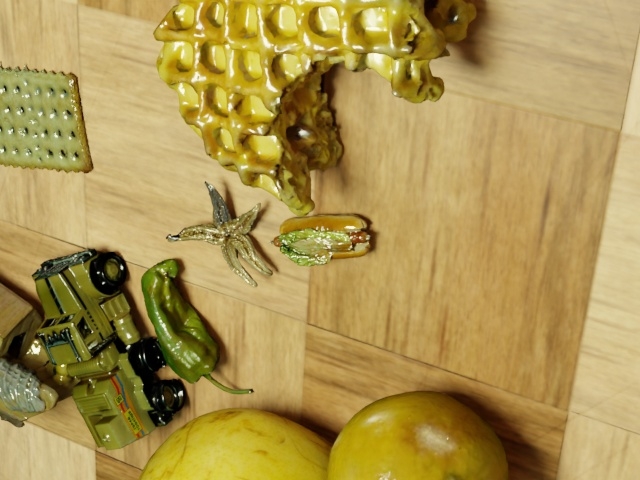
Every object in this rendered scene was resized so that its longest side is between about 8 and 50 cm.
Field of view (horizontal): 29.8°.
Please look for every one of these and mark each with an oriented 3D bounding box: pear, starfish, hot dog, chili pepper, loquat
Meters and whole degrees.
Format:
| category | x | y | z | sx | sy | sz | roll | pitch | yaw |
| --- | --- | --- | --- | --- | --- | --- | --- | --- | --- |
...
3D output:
| category | x | y | z | sx | sy | sz | roll | pitch | yaw |
| --- | --- | --- | --- | --- | --- | --- | --- | --- | --- |
| pear | -0.092 | 0.336 | 1.460 | 0.280 | 0.280 | 0.281 | 13 | 119 | 25 |
| starfish | -0.121 | -0.011 | 1.443 | 0.130 | 0.041 | 0.133 | -1 | 106 | 22 |
| hot dog | 0.000 | 0.000 | 1.376 | 0.133 | 0.041 | 0.056 | -1 | 112 | 32 |
| chili pepper | -0.171 | 0.125 | 1.520 | 0.073 | 0.072 | 0.204 | -23 | 97 | 24 |
| loquat | 0.102 | 0.281 | 1.325 | 0.213 | 0.246 | 0.214 | 11 | 116 | 23 |

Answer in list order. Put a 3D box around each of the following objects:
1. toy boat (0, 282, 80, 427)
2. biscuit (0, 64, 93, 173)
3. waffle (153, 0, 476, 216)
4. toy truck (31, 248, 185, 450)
| category | x | y | z | sx | sy | sz | roll | pitch | yaw |
| --- | --- | --- | --- | --- | --- | --- | --- | --- | --- |
| toy boat | -0.515 | 0.101 | 1.684 | 0.445 | 0.136 | 0.162 | 30 | 116 | 17 |
| biscuit | -0.384 | -0.157 | 1.547 | 0.203 | 0.016 | 0.144 | 9 | 117 | 27 |
| waffle | -0.015 | -0.197 | 1.227 | 0.261 | 0.151 | 0.324 | 48 | 127 | -2 |
| toy truck | -0.294 | 0.142 | 1.574 | 0.127 | 0.127 | 0.257 | -13 | 102 | 36 |
